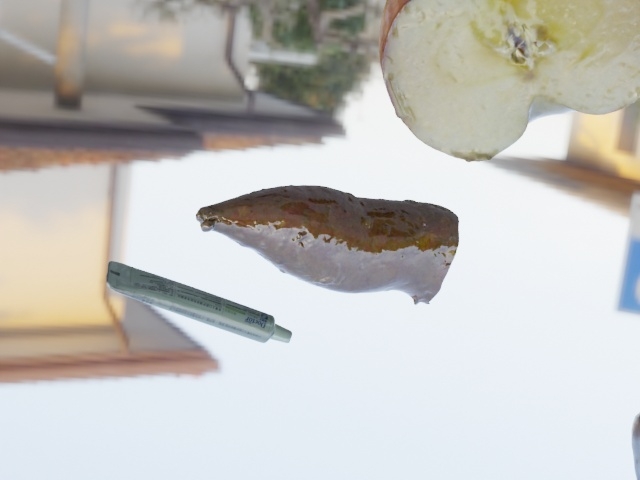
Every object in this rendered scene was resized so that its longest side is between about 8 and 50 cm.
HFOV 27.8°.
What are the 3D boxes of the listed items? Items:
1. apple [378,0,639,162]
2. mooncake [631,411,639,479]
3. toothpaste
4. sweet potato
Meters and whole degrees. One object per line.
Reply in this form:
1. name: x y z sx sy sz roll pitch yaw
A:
1. apple: 0.200 -0.238 1.351 0.293 0.251 0.163 -20 -143 11
2. mooncake: 0.399 0.191 1.047 0.283 0.141 0.283 -3 168 -1
3. toothpaste: -0.118 0.064 1.274 0.197 0.029 0.048 21 -154 -17
4. sweet potato: 0.000 -0.003 1.546 0.337 0.131 0.131 8 -168 -25
